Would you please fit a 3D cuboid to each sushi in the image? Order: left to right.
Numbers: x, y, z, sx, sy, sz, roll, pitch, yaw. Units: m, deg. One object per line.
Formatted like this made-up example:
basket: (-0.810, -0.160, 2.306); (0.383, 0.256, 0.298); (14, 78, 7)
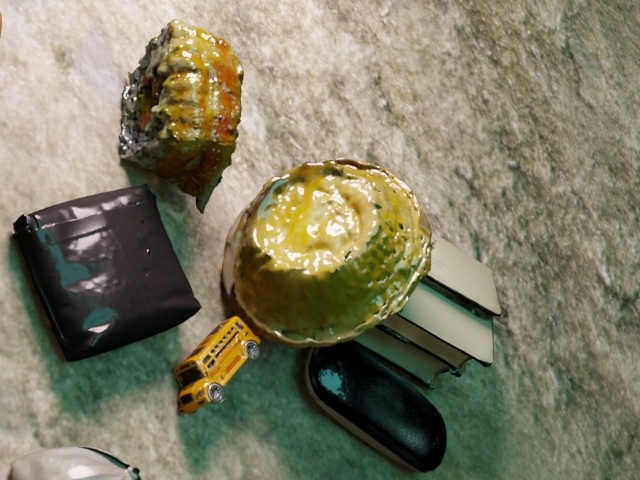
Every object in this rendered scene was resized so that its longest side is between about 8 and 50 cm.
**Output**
sushi: (-0.211, -0.192, 1.923); (0.139, 0.184, 0.274); (15, 65, -34)

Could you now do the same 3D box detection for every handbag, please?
handbag: (-0.296, 0.038, 1.799); (0.247, 0.080, 0.223); (-18, 84, -48)
handbag: (0.134, 0.068, 2.157); (0.358, 0.160, 0.236); (31, 45, -30)

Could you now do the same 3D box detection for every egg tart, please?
egg tart: (0.000, 0.000, 1.937); (0.132, 0.345, 0.345); (68, 23, -58)

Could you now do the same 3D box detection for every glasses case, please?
glasses case: (0.095, 0.272, 2.079); (0.314, 0.075, 0.122); (38, 50, -27)

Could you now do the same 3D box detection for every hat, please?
hat: (-0.314, 0.386, 1.578); (0.219, 0.164, 0.226); (46, 24, -17)

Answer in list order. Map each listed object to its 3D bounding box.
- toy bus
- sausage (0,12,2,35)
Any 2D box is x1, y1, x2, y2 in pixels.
toy bus: (-0.160, 0.185, 1.872); (0.074, 0.069, 0.162); (53, 42, -11)
sausage: (-0.516, -0.242, 1.694); (0.134, 0.116, 0.354); (28, 49, -21)
